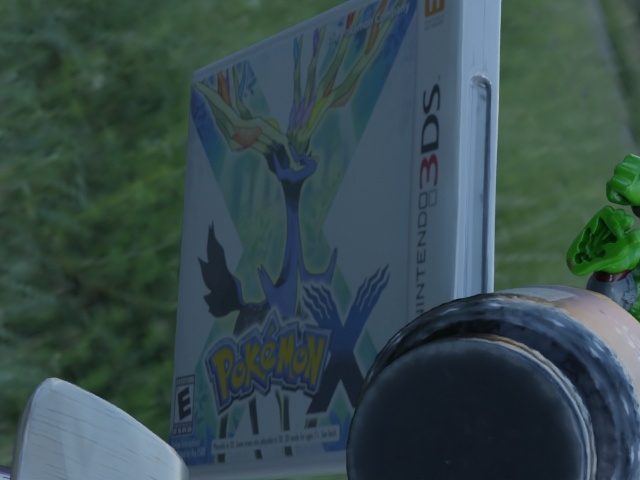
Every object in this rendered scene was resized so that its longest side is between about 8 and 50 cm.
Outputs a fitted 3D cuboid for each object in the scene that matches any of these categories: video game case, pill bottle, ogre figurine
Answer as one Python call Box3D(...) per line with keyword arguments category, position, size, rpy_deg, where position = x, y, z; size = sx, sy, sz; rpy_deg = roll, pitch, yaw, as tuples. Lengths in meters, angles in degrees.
Box3D(category="video game case", position=(0.000, 0.000, 1.190), size=(0.036, 0.329, 0.299), rpy_deg=(10, 76, -31))
Box3D(category="pill bottle", position=(0.084, 0.082, 0.799), size=(0.122, 0.123, 0.219), rpy_deg=(69, 15, 5))
Box3D(category="ogre figurine", position=(0.228, 0.039, 1.358), size=(0.118, 0.097, 0.197), rpy_deg=(1, 88, -46))

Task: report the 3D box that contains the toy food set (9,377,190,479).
Box3D(category="toy food set", position=(-0.128, 0.202, 0.495), size=(0.092, 0.306, 0.219), rpy_deg=(18, 50, -23))

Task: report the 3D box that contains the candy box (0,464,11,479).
Box3D(category="candy box", position=(-0.122, 0.196, 0.884), size=(0.159, 0.233, 0.071), rpy_deg=(-68, 166, -50))
